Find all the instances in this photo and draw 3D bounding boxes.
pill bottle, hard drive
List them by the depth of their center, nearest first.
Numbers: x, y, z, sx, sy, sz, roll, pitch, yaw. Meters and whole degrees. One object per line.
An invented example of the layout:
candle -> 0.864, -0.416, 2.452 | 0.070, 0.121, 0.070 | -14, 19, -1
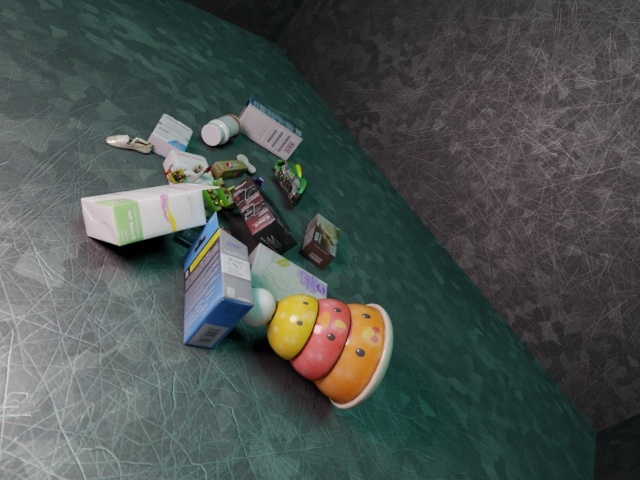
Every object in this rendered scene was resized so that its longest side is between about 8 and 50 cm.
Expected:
hard drive -> -0.444, -0.002, 1.472 | 0.135, 0.022, 0.094 | 33, 31, -19
pill bottle -> -0.481, -0.536, 2.015 | 0.121, 0.121, 0.221 | 41, 30, -6

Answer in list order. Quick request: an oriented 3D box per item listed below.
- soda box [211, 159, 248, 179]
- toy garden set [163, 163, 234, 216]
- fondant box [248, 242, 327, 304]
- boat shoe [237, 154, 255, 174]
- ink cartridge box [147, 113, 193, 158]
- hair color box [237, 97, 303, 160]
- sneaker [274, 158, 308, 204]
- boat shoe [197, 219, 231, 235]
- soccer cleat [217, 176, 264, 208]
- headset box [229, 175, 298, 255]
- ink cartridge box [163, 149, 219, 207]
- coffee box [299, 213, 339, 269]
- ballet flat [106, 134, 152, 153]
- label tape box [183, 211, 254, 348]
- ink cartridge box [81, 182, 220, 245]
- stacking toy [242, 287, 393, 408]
soda box -> -0.414, -0.323, 1.882 | 0.058, 0.061, 0.181 | 49, 29, 9
toy garden set -> -0.440, -0.192, 1.521 | 0.244, 0.049, 0.203 | -39, 107, -48
fondant box -> -0.133, 0.185, 1.544 | 0.330, 0.096, 0.238 | 34, 30, -19
boat shoe -> -0.363, -0.371, 2.033 | 0.125, 0.038, 0.046 | 43, 71, 10
ink cartridge box -> -0.628, -0.427, 1.731 | 0.140, 0.082, 0.190 | 29, 31, -25
hair color box -> -0.287, -0.615, 2.303 | 0.347, 0.174, 0.105 | 29, 31, -25
sneaker -> -0.166, -0.299, 2.119 | 0.146, 0.134, 0.343 | 17, 29, -28
boat shoe -> -0.395, -0.044, 1.567 | 0.137, 0.043, 0.049 | 24, 33, -34
soccer cleat -> -0.343, -0.216, 1.773 | 0.093, 0.121, 0.289 | 46, 30, 4
headset box -> -0.220, -0.083, 1.655 | 0.293, 0.110, 0.218 | 57, 4, 33
ink cartridge box -> -0.510, -0.243, 1.631 | 0.154, 0.093, 0.212 | 7, 48, -48
coffee box -> 0.000, 0.000, 1.942 | 0.141, 0.098, 0.246 | 36, 30, -14
ballet flat -> -0.725, -0.377, 1.577 | 0.168, 0.052, 0.057 | 5, 47, -48
label tape box -> -0.318, 0.116, 1.253 | 0.106, 0.240, 0.333 | 21, 37, -34
ink cartridge box -> -0.500, -0.093, 1.269 | 0.207, 0.119, 0.353 | 11, 21, 38
stacking toy -> -0.048, 0.288, 1.293 | 0.480, 0.350, 0.350 | 27, 33, -18
